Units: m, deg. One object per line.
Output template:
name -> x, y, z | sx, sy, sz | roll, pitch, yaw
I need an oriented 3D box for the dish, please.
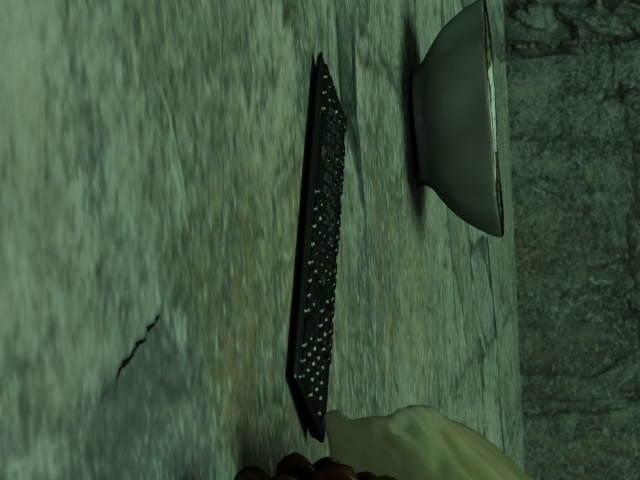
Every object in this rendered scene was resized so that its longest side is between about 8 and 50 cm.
dish -> 0.106, -0.093, 1.379 | 0.190, 0.066, 0.191 | -4, 90, -83

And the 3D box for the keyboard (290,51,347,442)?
keyboard -> 0.000, 0.000, 0.867 | 0.064, 0.010, 0.198 | 72, 18, -52

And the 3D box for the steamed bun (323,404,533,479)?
steamed bun -> 0.047, 0.177, 0.738 | 0.200, 0.170, 0.225 | 55, 5, 38

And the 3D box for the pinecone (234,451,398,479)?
pinecone -> -0.002, 0.121, 0.582 | 0.109, 0.102, 0.102 | -9, 96, -70
